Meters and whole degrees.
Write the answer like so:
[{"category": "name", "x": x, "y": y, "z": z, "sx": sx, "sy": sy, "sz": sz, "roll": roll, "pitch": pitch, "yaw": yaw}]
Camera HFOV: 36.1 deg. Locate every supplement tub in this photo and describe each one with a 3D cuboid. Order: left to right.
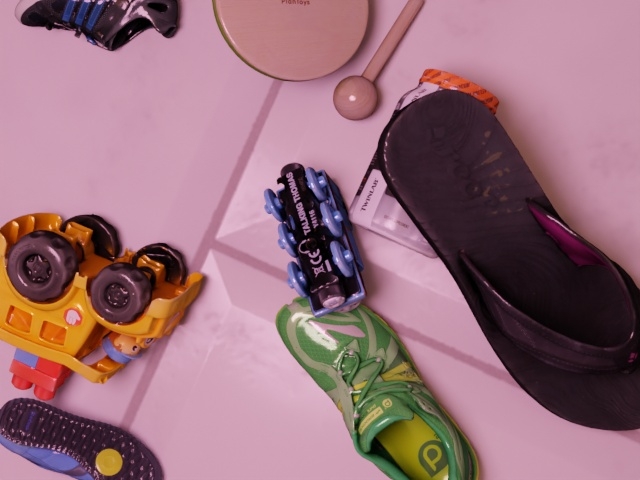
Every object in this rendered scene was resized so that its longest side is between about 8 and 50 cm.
[{"category": "supplement tub", "x": 0.118, "y": -0.086, "z": 1.089, "sx": 0.117, "sy": 0.117, "sz": 0.190, "roll": 24, "pitch": 91, "yaw": 10}]

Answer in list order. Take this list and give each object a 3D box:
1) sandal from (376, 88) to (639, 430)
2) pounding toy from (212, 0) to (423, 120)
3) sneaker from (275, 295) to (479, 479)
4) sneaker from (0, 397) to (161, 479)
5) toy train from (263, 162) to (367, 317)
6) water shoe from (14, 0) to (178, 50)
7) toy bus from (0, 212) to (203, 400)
[{"category": "sandal", "x": 0.225, "y": 0.041, "z": 1.009, "sx": 0.167, "sy": 0.107, "sz": 0.445, "roll": -44, "pitch": 101, "yaw": -5}, {"category": "pounding toy", "x": -0.025, "y": -0.255, "z": 1.146, "sx": 0.237, "sy": 0.110, "sz": 0.182, "roll": 27, "pitch": 79, "yaw": -19}, {"category": "sneaker", "x": 0.066, "y": 0.169, "z": 1.077, "sx": 0.109, "sy": 0.123, "sz": 0.295, "roll": -44, "pitch": 80, "yaw": 5}, {"category": "sneaker", "x": -0.289, "y": 0.250, "z": 1.169, "sx": 0.209, "sy": 0.082, "sz": 0.069, "roll": 25, "pitch": 61, "yaw": -6}, {"category": "toy train", "x": 0.000, "y": 0.000, "z": 1.088, "sx": 0.080, "sy": 0.105, "sz": 0.184, "roll": -26, "pitch": 61, "yaw": 14}, {"category": "water shoe", "x": -0.274, "y": -0.269, "z": 1.189, "sx": 0.203, "sy": 0.073, "sz": 0.080, "roll": -7, "pitch": 87, "yaw": 9}, {"category": "toy bus", "x": -0.272, "y": 0.093, "z": 1.138, "sx": 0.220, "sy": 0.149, "sz": 0.211, "roll": 20, "pitch": 103, "yaw": 8}]
